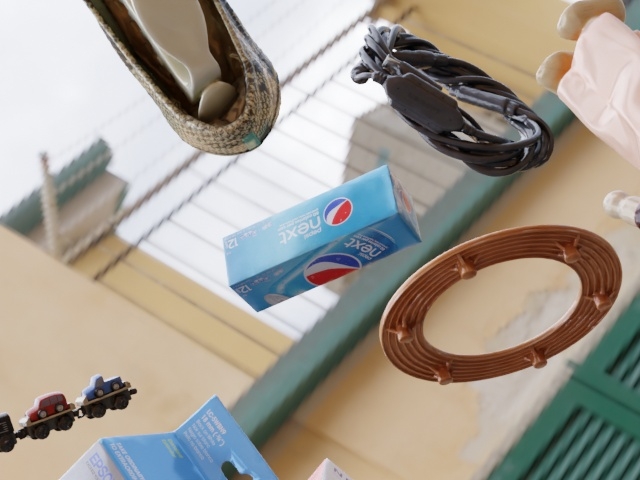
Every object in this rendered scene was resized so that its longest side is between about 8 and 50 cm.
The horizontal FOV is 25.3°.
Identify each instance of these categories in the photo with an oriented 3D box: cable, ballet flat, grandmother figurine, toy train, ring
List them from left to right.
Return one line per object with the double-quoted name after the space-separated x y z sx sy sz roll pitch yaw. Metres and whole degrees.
-0.231 0.148 1.223 0.158 0.027 0.036 -18 -89 -28 "toy train"
-0.199 -0.297 1.445 0.164 0.483 0.182 -35 1 0 "ballet flat"
0.111 -0.115 1.190 0.047 0.184 0.150 -60 7 24 "cable"
0.243 0.097 1.892 0.336 0.032 0.337 -11 -37 -8 "ring"
0.328 -0.091 1.298 0.104 0.342 0.208 -12 -43 -22 "grandmother figurine"

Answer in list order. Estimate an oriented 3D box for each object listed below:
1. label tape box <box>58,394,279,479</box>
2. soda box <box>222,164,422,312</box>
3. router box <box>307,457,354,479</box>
-0.200 0.346 1.568 0.334 0.241 0.106 -45 -36 4 "label tape box"
0.000 0.000 1.567 0.210 0.071 0.067 -24 -40 17 "soda box"
0.098 0.454 1.831 0.082 0.335 0.301 -50 3 9 "router box"
